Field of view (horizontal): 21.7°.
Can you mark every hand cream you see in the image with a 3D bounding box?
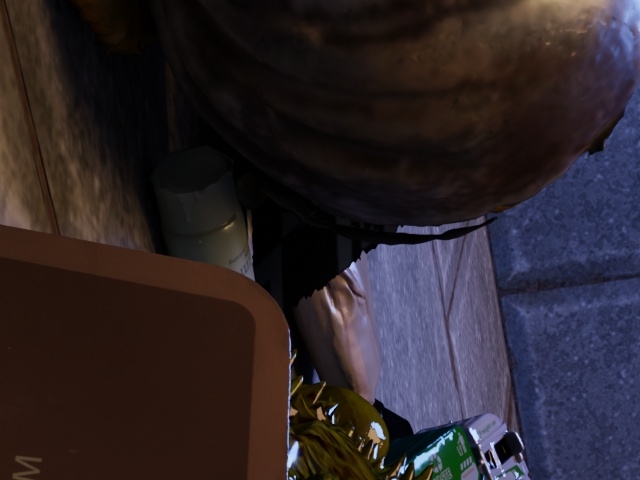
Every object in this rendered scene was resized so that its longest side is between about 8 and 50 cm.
[{"bbox_3d":[-0.061,0.038,1.032,0.078,0.050,0.205,-83,166,-52],"label":"hand cream"}]

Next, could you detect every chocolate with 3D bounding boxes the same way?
[{"bbox_3d":[0.018,-0.163,0.901,0.213,0.303,0.303,25,56,-59],"label":"chocolate"}]

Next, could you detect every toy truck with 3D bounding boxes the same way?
[{"bbox_3d":[0.085,0.222,1.354,0.253,0.114,0.124,-28,98,-57],"label":"toy truck"}]

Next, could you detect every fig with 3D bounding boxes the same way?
[{"bbox_3d":[0.012,0.145,1.270,0.088,0.074,0.074,-113,-176,-48],"label":"fig"}]

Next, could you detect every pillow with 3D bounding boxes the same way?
[{"bbox_3d":[0.000,0.000,1.320,0.173,0.067,0.270,-92,169,-55],"label":"pillow"}]

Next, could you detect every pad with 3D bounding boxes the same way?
[{"bbox_3d":[-0.096,0.100,0.519,0.002,0.176,0.266,115,-18,-48],"label":"pad"}]

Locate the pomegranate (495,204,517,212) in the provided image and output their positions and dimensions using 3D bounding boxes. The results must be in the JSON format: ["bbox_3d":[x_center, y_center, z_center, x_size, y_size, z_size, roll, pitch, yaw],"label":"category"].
[{"bbox_3d":[0.139,-0.155,1.746,0.270,0.229,0.252,71,19,1],"label":"pomegranate"}]

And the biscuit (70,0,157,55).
[{"bbox_3d":[-0.125,-0.227,0.917,0.254,0.035,0.254,-6,90,-79],"label":"biscuit"}]

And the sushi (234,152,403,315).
[{"bbox_3d":[-0.036,-0.156,1.123,0.296,0.100,0.373,142,-48,-57],"label":"sushi"}]

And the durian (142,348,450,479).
[{"bbox_3d":[-0.024,0.170,0.654,0.291,0.225,0.291,-10,90,-76],"label":"durian"}]

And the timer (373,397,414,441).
[{"bbox_3d":[0.059,0.218,1.487,0.187,0.055,0.144,39,44,-66],"label":"timer"}]
